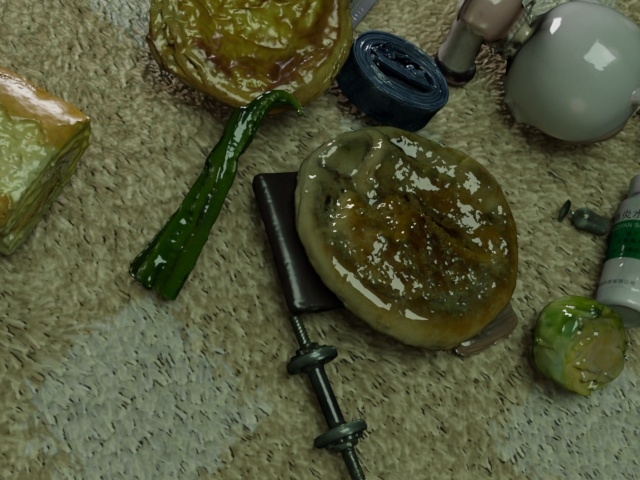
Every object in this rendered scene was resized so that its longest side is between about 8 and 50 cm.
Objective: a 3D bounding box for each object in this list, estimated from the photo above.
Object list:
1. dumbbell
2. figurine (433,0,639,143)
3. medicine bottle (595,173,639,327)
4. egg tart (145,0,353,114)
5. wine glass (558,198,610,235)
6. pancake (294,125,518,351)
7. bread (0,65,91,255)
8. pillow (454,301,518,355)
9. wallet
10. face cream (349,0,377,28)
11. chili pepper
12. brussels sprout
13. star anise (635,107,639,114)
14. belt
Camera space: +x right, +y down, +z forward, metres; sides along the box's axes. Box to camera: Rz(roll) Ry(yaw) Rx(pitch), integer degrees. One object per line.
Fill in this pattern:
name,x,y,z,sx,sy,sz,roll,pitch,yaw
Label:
dumbbell,0.008,0.223,1.390,0.081,0.081,0.254,-16,73,-21
figurine,0.381,-0.303,1.631,0.361,0.211,0.253,33,108,-4
medicine bottle,0.522,0.012,1.608,0.095,0.095,0.260,25,64,-5
egg tart,-0.110,-0.347,1.542,0.341,0.129,0.341,3,80,-16
wine glass,0.443,-0.034,1.637,0.083,0.039,0.042,24,63,-10
pancake,0.139,-0.021,1.481,0.386,0.082,0.387,11,58,-19
bread,-0.530,-0.169,1.348,0.375,0.165,0.237,27,62,-2
pillow,0.219,0.073,1.535,0.135,0.034,0.211,-21,78,-27
wallet,0.000,0.000,1.477,0.182,0.049,0.229,-4,67,-33
face cream,-0.036,-0.460,1.651,0.274,0.096,0.154,42,62,-11
chili pepper,-0.148,-0.078,1.419,0.085,0.076,0.359,33,83,10
brussels sprout,0.390,0.156,1.504,0.149,0.122,0.152,-26,113,-16
star anise,0.662,-0.288,1.707,0.148,0.227,0.218,25,38,20
belt,0.123,-0.261,1.595,0.190,0.082,0.141,27,51,-15
